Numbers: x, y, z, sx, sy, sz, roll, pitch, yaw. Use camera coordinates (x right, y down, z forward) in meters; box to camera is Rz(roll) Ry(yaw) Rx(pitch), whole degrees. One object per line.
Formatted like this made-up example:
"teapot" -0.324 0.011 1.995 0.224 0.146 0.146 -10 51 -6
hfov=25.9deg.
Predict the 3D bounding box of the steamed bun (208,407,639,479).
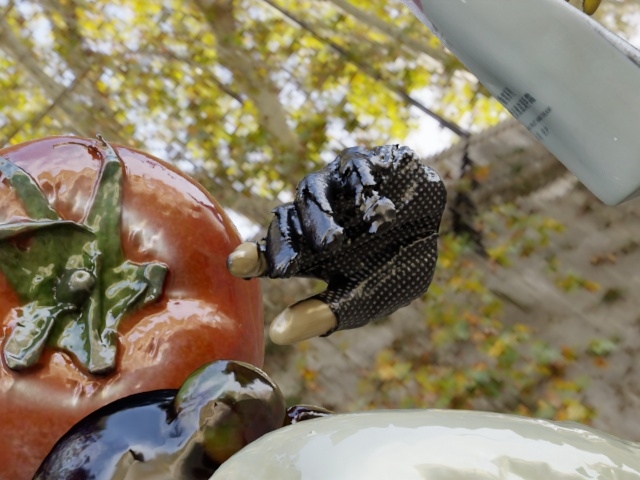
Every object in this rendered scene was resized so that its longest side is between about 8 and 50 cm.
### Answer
"steamed bun" 0.047 0.217 0.539 0.290 0.273 0.272 20 -46 -33

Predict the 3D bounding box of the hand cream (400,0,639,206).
"hand cream" 0.085 -0.125 0.762 0.078 0.340 0.124 -52 -2 2

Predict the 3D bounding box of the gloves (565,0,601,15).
"gloves" 0.254 -0.370 1.429 0.133 0.116 0.294 11 -84 -11

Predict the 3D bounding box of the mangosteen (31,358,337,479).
"mangosteen" -0.063 0.218 0.952 0.287 0.287 0.233 -40 -18 -15

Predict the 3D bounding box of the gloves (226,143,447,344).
"gloves" -0.001 -0.003 0.994 0.180 0.106 0.129 -2 -45 -39

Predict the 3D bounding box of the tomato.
"tomato" -0.224 0.086 1.208 0.341 0.341 0.273 -32 -10 -26
